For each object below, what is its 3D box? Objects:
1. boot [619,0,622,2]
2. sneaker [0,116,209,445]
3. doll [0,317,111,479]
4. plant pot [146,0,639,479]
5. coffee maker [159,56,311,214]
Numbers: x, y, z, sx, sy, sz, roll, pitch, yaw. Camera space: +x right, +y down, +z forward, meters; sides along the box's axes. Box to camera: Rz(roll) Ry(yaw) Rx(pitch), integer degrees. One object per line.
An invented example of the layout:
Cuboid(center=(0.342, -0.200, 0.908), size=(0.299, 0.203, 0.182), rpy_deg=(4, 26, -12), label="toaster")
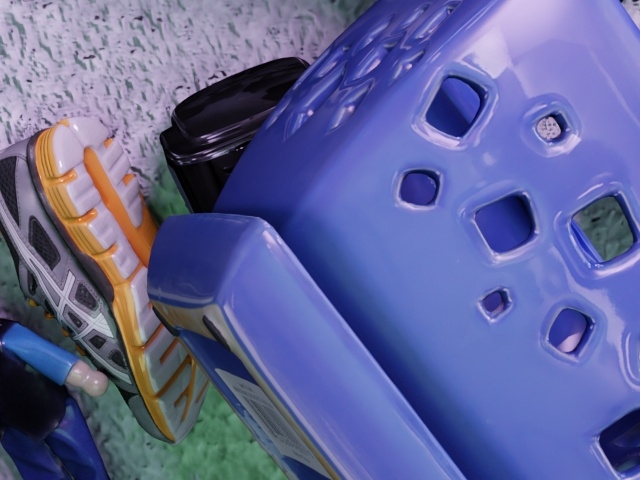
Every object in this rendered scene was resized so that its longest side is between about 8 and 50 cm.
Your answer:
Cuboid(center=(0.096, -0.220, 0.961), size=(0.246, 0.094, 0.207), rpy_deg=(39, 88, 4), label="boot")
Cuboid(center=(-0.128, 0.027, 1.057), size=(0.083, 0.084, 0.215), rpy_deg=(-10, 116, 26), label="sneaker")
Cuboid(center=(-0.175, 0.091, 1.068), size=(0.129, 0.046, 0.189), rpy_deg=(-5, 124, 36), label="doll")
Cuboid(center=(0.059, 0.025, 0.835), size=(0.212, 0.236, 0.236), rpy_deg=(-40, 101, -11), label="plant pot")
Cuboid(center=(0.000, 0.000, 0.998), size=(0.120, 0.171, 0.178), rpy_deg=(-34, 116, -25), label="coffee maker")
